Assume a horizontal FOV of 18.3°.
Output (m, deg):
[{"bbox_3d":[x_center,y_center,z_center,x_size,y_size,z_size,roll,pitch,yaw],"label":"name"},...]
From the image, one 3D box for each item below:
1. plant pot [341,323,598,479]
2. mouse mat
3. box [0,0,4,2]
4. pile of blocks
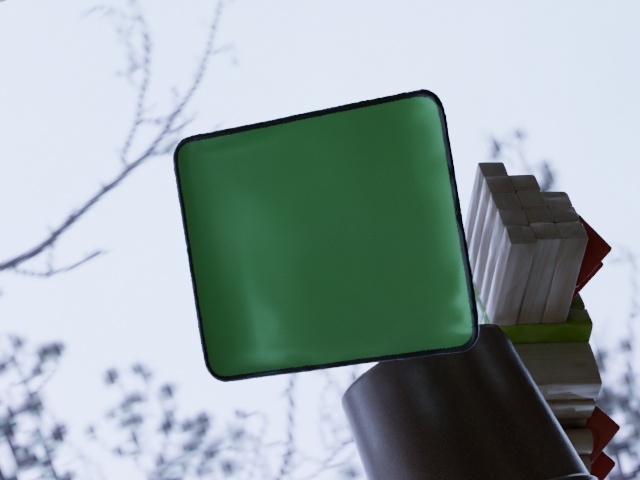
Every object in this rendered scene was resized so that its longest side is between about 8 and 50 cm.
[{"bbox_3d":[0.100,0.157,1.347,0.167,0.167,0.165,-9,-116,-37],"label":"plant pot"},{"bbox_3d":[0.000,0.000,1.168,0.007,0.189,0.153,-8,-91,-61],"label":"mouse mat"},{"bbox_3d":[-0.289,-0.239,1.416,0.128,0.257,0.123,-20,-94,-4],"label":"box"},{"bbox_3d":[0.171,0.121,1.551,0.112,0.149,0.362,0,-76,-12],"label":"pile of blocks"}]
